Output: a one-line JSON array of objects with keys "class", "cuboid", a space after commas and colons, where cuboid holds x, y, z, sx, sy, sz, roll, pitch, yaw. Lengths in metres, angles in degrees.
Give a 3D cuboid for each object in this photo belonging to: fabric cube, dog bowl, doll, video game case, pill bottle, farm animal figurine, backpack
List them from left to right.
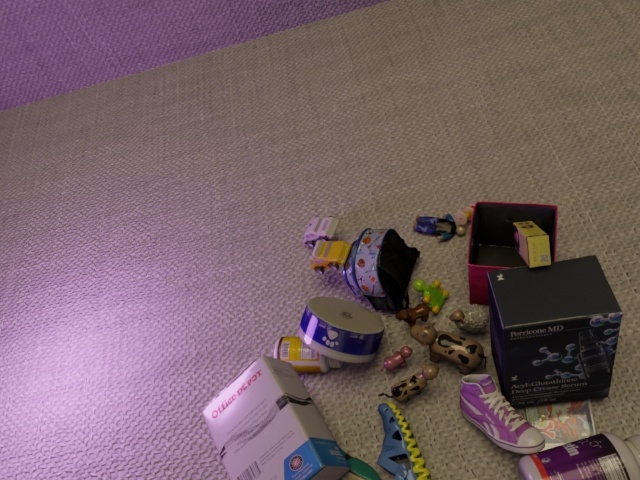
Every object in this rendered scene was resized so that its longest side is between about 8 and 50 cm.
[{"class": "pill bottle", "cuboid": [-0.038, 0.376, 1.973, 0.215, 0.117, 0.117, -2, 55, 14]}, {"class": "dog bowl", "cuboid": [0.068, 0.282, 1.920, 0.265, 0.265, 0.104, 26, 107, 29]}, {"class": "backpack", "cuboid": [0.201, 0.083, 2.025, 0.213, 0.263, 0.276, 1, 56, 24]}, {"class": "farm animal figurine", "cuboid": [0.350, 0.338, 1.839, 0.327, 0.172, 0.330, 3, 66, 10]}, {"class": "doll", "cuboid": [0.439, -0.055, 2.195, 0.189, 0.046, 0.129, 13, 61, 23]}, {"class": "fabric cube", "cuboid": [0.618, 0.052, 1.937, 0.259, 0.258, 0.254, 5, 58, 18]}, {"class": "video game case", "cuboid": [0.691, 0.516, 1.731, 0.184, 0.023, 0.201, -4, 54, 13]}, {"class": "pill bottle", "cuboid": [0.698, 0.614, 1.560, 0.323, 0.181, 0.181, -18, 53, 2]}]

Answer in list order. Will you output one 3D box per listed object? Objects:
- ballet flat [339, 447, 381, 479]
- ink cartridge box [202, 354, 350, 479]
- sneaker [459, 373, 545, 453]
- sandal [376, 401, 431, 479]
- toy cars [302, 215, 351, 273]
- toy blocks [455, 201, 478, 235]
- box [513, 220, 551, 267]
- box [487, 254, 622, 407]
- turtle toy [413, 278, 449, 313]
[{"class": "ballet flat", "cuboid": [0.068, 0.666, 1.766, 0.249, 0.086, 0.086, 28, 66, 34]}, {"class": "ink cartridge box", "cuboid": [-0.140, 0.584, 1.769, 0.285, 0.166, 0.395, -44, 53, 12]}, {"class": "sneaker", "cuboid": [0.494, 0.471, 1.672, 0.102, 0.160, 0.282, -23, 26, -30]}, {"class": "sandal", "cuboid": [0.221, 0.619, 1.730, 0.138, 0.126, 0.317, -23, 51, 3]}, {"class": "toy cars", "cuboid": [0.000, 0.000, 2.136, 0.176, 0.087, 0.393, -51, 23, 14]}, {"class": "toy blocks", "cuboid": [0.575, -0.080, 2.164, 0.148, 0.054, 0.123, -26, 66, -34]}, {"class": "box", "cuboid": [0.589, 0.006, 1.680, 0.058, 0.087, 0.232, -7, 9, 9]}, {"class": "box", "cuboid": [0.638, 0.265, 1.675, 0.294, 0.395, 0.211, -10, 42, 9]}, {"class": "turtle toy", "cuboid": [0.366, 0.180, 2.014, 0.095, 0.130, 0.066, -51, 18, -26]}]
